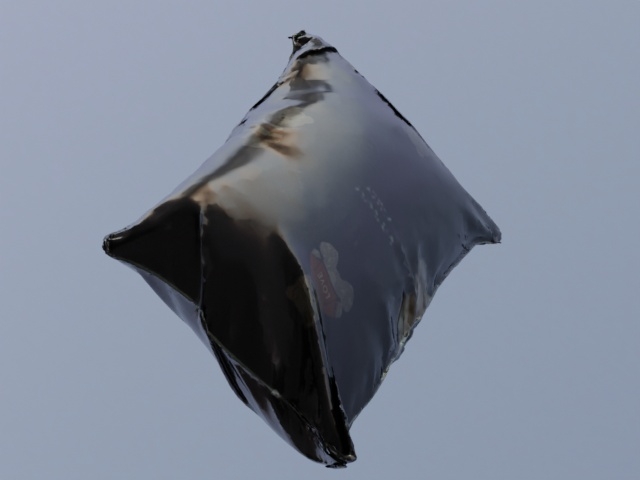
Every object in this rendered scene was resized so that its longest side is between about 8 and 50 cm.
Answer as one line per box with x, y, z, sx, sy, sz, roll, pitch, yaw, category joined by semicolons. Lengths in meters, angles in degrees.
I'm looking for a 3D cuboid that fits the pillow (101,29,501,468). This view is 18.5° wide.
-0.001;0.000;0.577;0.048;0.090;0.150;-22;-162;31;pillow
